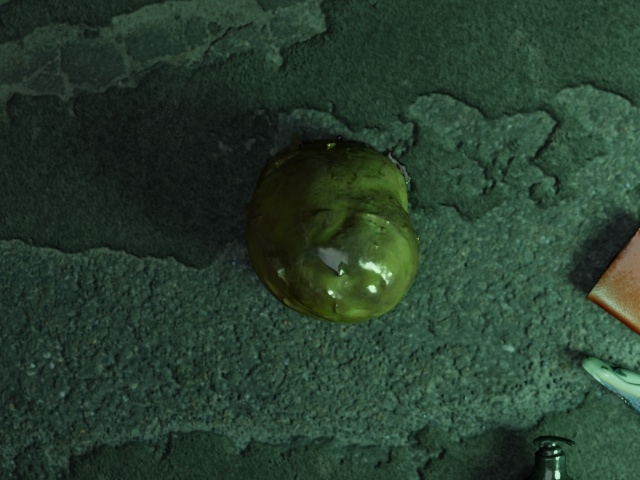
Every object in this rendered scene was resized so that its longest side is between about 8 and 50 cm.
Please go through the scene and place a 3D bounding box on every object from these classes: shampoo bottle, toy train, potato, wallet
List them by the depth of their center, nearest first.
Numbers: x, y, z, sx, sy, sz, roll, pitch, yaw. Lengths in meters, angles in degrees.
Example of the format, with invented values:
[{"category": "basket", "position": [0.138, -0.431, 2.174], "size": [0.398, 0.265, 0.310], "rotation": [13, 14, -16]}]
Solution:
[{"category": "wallet", "position": [0.502, 0.086, 1.925], "size": [0.204, 0.045, 0.142], "rotation": [36, 113, 9]}, {"category": "toy train", "position": [0.484, 0.233, 1.962], "size": [0.234, 0.052, 0.051], "rotation": [39, 108, 8]}, {"category": "potato", "position": [0.000, 0.000, 1.974], "size": [0.289, 0.237, 0.300], "rotation": [-1, 101, 19]}, {"category": "shampoo bottle", "position": [0.345, 0.428, 2.025], "size": [0.101, 0.101, 0.283], "rotation": [2, 102, 19]}]
